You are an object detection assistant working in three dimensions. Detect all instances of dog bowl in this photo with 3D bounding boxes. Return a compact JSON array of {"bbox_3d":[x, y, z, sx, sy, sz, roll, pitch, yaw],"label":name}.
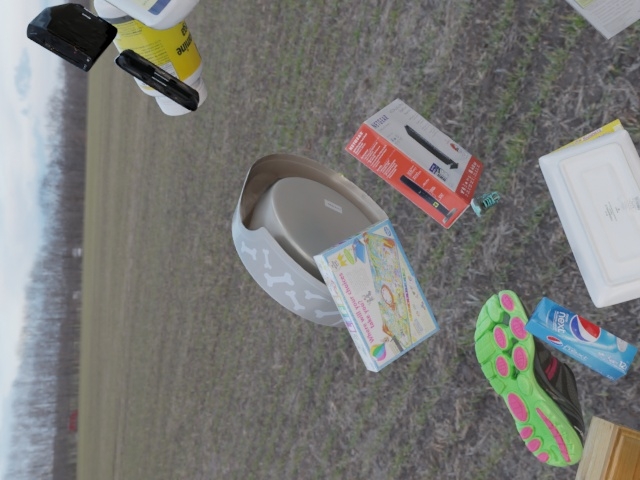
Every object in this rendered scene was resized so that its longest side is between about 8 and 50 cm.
[{"bbox_3d":[0.000,0.000,0.967,0.102,0.348,0.349,-49,42,31],"label":"dog bowl"}]

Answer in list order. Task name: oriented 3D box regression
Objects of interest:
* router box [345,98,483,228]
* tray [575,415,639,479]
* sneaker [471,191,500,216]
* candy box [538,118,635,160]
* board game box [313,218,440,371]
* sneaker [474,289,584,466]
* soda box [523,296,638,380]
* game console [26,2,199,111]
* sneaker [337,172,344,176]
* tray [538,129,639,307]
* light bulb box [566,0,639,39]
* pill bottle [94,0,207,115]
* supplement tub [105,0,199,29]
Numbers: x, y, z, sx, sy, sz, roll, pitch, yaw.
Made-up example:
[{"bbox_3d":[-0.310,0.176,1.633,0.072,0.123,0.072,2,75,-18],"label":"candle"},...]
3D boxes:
[{"bbox_3d":[0.248,-0.205,1.360,0.082,0.301,0.335,-53,-2,31],"label":"router box"},{"bbox_3d":[0.595,0.587,1.095,0.076,0.202,0.411,174,115,-74],"label":"tray"},{"bbox_3d":[0.546,-0.129,1.798,0.076,0.166,0.065,-32,90,32],"label":"sneaker"},{"bbox_3d":[0.683,-0.222,1.407,0.205,0.105,0.027,-28,38,33],"label":"candy box"},{"bbox_3d":[0.070,0.065,0.664,0.154,0.103,0.026,65,157,-5],"label":"board game box"},{"bbox_3d":[0.586,0.371,1.526,0.185,0.202,0.483,-26,81,40],"label":"sneaker"},{"bbox_3d":[0.557,0.212,1.181,0.210,0.067,0.071,31,160,19],"label":"soda box"},{"bbox_3d":[-0.430,-0.388,1.196,0.044,0.361,0.213,-49,26,27],"label":"game console"},{"bbox_3d":[-0.041,-0.142,1.589,0.097,0.234,0.084,64,-175,-51],"label":"sneaker"},{"bbox_3d":[0.465,-0.042,0.871,0.030,0.145,0.271,34,-139,-66],"label":"tray"},{"bbox_3d":[0.793,-0.776,1.402,0.357,0.360,0.226,-33,55,41],"label":"light bulb box"},{"bbox_3d":[-0.426,-0.506,1.437,0.334,0.187,0.188,70,178,-47],"label":"pill bottle"},{"bbox_3d":[-0.302,-0.467,0.730,0.235,0.324,0.236,-25,54,40],"label":"supplement tub"}]
